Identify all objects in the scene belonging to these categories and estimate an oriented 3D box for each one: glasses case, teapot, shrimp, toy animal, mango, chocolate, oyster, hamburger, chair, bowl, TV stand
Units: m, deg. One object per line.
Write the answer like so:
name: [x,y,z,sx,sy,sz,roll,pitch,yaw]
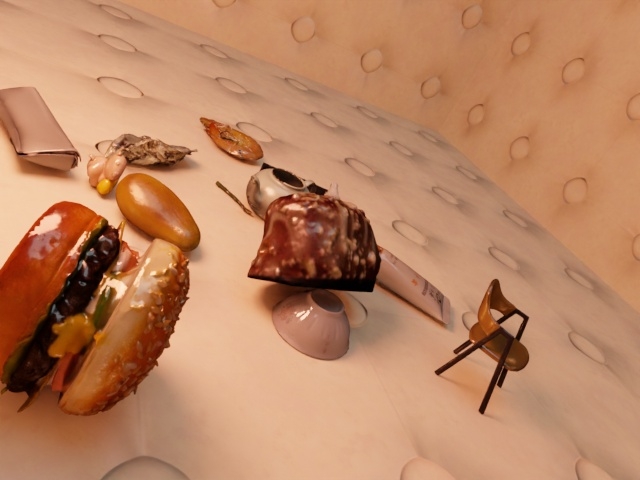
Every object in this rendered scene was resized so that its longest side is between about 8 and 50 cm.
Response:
glasses case: [-0.668,-0.253,1.247,0.128,0.083,0.308,-6,42,-42]
teapot: [-0.113,-0.130,1.531,0.193,0.129,0.295,43,29,26]
shrimp: [-0.311,-0.340,1.805,0.267,0.061,0.145,39,36,15]
toy animal: [-0.497,-0.157,1.223,0.082,0.114,0.091,33,55,-19]
mango: [-0.355,-0.059,1.194,0.228,0.099,0.136,41,22,6]
chocolate: [0.000,0.000,1.217,0.225,0.209,0.340,4,-4,41]
oyster: [-0.444,-0.245,1.454,0.200,0.087,0.252,15,20,-8]
hamburger: [-0.316,0.097,0.737,0.225,0.291,0.291,31,24,-16]
chair: [0.397,0.235,1.243,0.172,0.246,0.159,40,28,20]
bowl: [-0.002,0.160,1.160,0.189,0.086,0.189,24,26,-13]
TV stand: [-0.077,-0.178,1.752,0.257,0.048,0.040,23,28,-14]

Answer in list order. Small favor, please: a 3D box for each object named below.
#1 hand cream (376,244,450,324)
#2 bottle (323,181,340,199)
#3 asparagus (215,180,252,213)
hand cream: [0.231,0.119,1.491,0.314,0.089,0.139,35,27,-6]
bottle: [0.033,-0.113,1.682,0.060,0.060,0.217,25,39,-9]
asparagus: [-0.242,-0.118,1.511,0.163,0.016,0.016,42,2,26]
